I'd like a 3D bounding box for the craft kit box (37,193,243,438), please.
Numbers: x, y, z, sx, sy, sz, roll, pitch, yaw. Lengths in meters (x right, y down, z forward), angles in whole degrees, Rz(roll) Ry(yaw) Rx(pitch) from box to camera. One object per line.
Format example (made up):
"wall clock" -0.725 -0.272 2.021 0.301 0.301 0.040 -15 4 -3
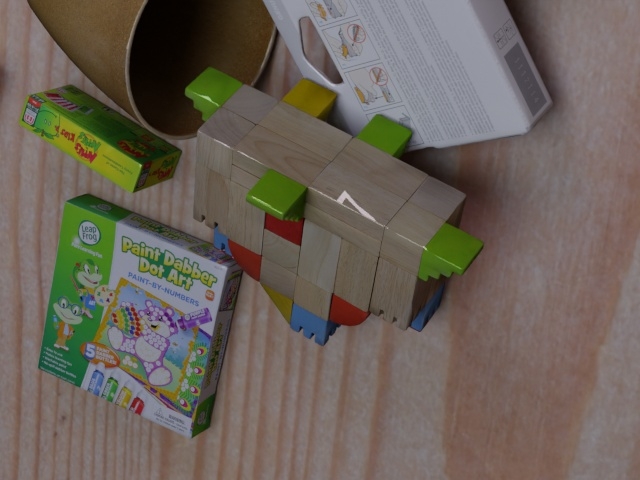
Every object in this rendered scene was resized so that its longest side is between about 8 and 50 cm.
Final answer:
"craft kit box" -0.234 0.096 1.976 0.250 0.061 0.246 21 109 21

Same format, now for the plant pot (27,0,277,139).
"plant pot" -0.222 -0.271 1.790 0.254 0.237 0.237 27 115 33

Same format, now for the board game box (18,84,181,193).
"board game box" -0.274 -0.128 1.914 0.181 0.092 0.043 31 116 17

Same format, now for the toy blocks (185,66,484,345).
"toy blocks" 0.000 0.000 1.751 0.381 0.191 0.261 28 141 17

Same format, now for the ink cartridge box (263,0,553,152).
"ink cartridge box" 0.078 -0.235 1.669 0.261 0.066 0.296 -8 119 44
